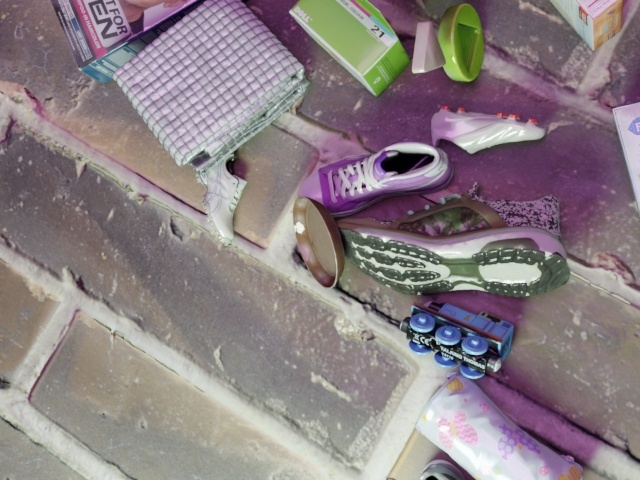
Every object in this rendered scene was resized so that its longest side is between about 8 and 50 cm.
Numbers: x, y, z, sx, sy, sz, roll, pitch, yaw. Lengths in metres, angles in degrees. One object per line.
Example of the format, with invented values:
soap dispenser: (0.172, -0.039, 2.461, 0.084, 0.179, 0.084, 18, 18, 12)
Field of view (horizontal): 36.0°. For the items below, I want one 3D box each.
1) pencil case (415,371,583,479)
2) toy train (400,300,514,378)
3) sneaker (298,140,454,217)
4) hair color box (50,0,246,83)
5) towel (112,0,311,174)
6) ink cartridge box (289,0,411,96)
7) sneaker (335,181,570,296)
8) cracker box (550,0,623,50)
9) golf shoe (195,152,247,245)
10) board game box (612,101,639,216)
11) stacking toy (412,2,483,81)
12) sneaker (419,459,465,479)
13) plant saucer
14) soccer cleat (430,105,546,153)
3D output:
pencil case: (0.285, 0.335, 1.584, 0.273, 0.113, 0.124, 38, 99, 18)
toy train: (0.226, 0.158, 1.633, 0.184, 0.105, 0.080, 22, 133, 28)
sneaker: (0.078, -0.116, 1.682, 0.282, 0.161, 0.102, -15, 80, 15)
hair color box: (-0.324, -0.463, 1.873, 0.347, 0.105, 0.173, -28, 77, 11)
towel: (-0.195, -0.281, 1.791, 0.284, 0.121, 0.235, -40, 75, -4)
ink cartridge box: (0.036, -0.370, 1.675, 0.097, 0.255, 0.189, -47, 73, 6)
sneaker: (0.223, -0.015, 1.663, 0.410, 0.158, 0.182, 5, 52, 21)
cracker box: (0.404, -0.439, 1.628, 0.067, 0.156, 0.232, -37, 75, 8)
golf shoe: (-0.173, -0.082, 1.802, 0.086, 0.069, 0.176, -16, 80, 8)
board game box: (0.660, -0.097, 1.554, 0.319, 0.066, 0.318, -14, 80, 15)
stacking toy: (0.163, -0.404, 1.645, 0.130, 0.309, 0.279, 2, 98, 33)
sneaker: (0.240, 0.450, 1.573, 0.229, 0.132, 0.086, 40, 95, 18)
plant saucer: (0.000, 0.000, 1.703, 0.029, 0.168, 0.168, -19, 76, -21)
soccer cleat: (0.285, -0.183, 1.683, 0.196, 0.068, 0.076, 10, 101, 19)
